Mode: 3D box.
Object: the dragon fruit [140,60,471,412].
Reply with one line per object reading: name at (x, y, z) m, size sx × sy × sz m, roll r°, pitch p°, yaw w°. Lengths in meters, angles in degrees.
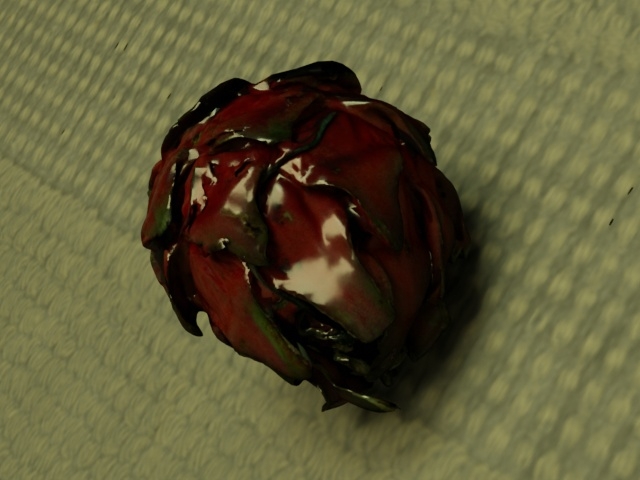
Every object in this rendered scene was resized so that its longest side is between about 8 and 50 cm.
dragon fruit at (-0.006, -0.007, 1.111) m, size 0.182 × 0.188 × 0.182 m, roll -58°, pitch -1°, yaw -2°
